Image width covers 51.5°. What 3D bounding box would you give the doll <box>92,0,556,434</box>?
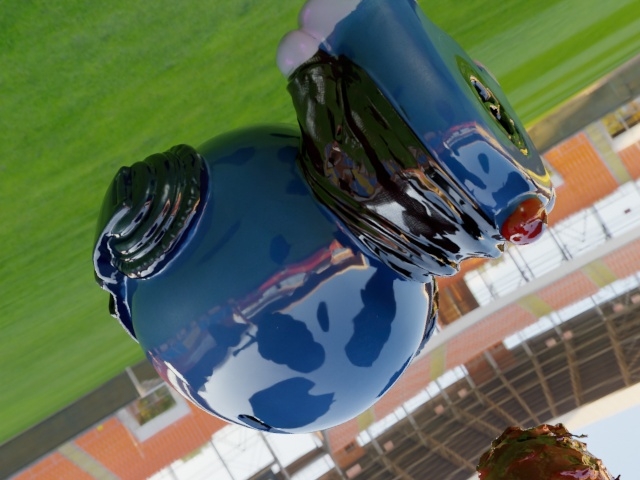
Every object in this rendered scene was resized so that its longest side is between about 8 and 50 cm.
[{"bbox_3d":[0.000,0.000,0.482,0.310,0.240,0.284,-37,133,25],"label":"doll"}]

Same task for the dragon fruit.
[{"bbox_3d":[0.329,0.384,0.928,0.210,0.205,0.268,-6,-156,-23],"label":"dragon fruit"}]
